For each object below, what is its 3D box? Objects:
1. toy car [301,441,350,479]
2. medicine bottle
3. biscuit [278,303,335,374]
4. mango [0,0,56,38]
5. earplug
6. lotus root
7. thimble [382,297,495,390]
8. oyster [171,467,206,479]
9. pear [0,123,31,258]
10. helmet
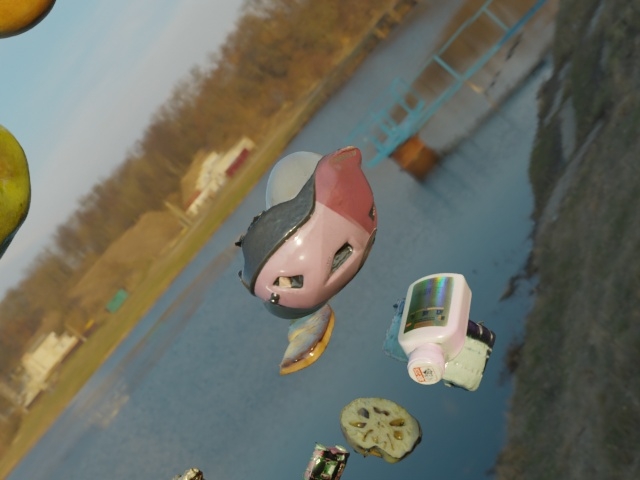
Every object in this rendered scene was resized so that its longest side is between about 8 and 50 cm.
[{"bbox_3d":[0.017,0.422,1.789,0.142,0.055,0.069,24,-91,-60],"label":"toy car"},{"bbox_3d":[0.200,0.156,1.697,0.115,0.078,0.219,-12,35,25],"label":"medicine bottle"},{"bbox_3d":[-0.027,0.221,2.315,0.154,0.045,0.299,-36,16,19],"label":"biscuit"},{"bbox_3d":[-0.559,-0.428,1.564,0.317,0.173,0.211,5,71,35],"label":"mango"},{"bbox_3d":[-0.028,-0.007,1.826,0.175,0.214,0.325,10,95,41],"label":"earplug"},{"bbox_3d":[0.129,0.445,2.171,0.203,0.183,0.078,-21,-41,-51],"label":"lotus root"},{"bbox_3d":[0.247,0.218,2.042,0.237,0.237,0.150,166,127,-79],"label":"thimble"},{"bbox_3d":[-0.214,0.541,1.880,0.083,0.214,0.223,-34,-3,-7],"label":"oyster"},{"bbox_3d":[-0.579,-0.067,1.399,0.294,0.294,0.294,-49,7,8],"label":"pear"},{"bbox_3d":[0.000,0.000,1.361,0.253,0.154,0.198,-30,-22,-26],"label":"helmet"}]
